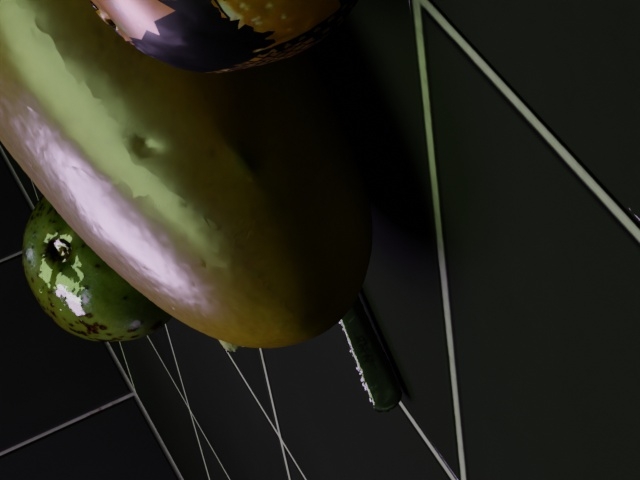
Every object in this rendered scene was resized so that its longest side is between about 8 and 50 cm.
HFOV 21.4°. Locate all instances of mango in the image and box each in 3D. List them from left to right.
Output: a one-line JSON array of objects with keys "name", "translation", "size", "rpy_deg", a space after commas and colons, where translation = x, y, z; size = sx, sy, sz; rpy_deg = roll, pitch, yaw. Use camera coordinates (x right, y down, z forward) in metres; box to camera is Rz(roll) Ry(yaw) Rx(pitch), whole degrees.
[{"name": "mango", "translation": [-0.115, -0.115, 1.195], "size": [0.445, 0.232, 0.300], "rpy_deg": [54, 159, 16]}]

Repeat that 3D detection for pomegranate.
[{"name": "pomegranate", "translation": [-0.234, 0.012, 2.017], "size": [0.214, 0.214, 0.248], "rpy_deg": [64, -156, 10]}]

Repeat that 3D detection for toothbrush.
[{"name": "toothbrush", "translation": [0.000, 0.000, 1.358], "size": [0.297, 0.030, 0.030], "rpy_deg": [67, 157, -1]}]

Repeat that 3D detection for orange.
[{"name": "orange", "translation": [-0.065, -0.207, 0.954], "size": [0.234, 0.182, 0.234], "rpy_deg": [42, 144, 41]}]

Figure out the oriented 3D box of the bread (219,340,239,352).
[{"name": "bread", "translation": [-0.109, 0.009, 1.706], "size": [0.139, 0.060, 0.178], "rpy_deg": [-120, 11, -64]}]
